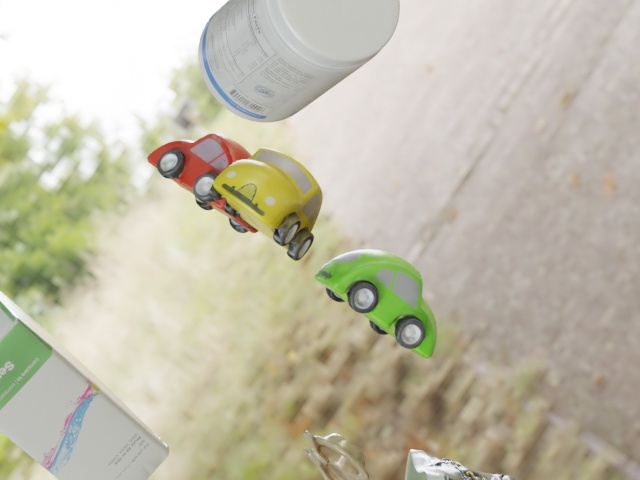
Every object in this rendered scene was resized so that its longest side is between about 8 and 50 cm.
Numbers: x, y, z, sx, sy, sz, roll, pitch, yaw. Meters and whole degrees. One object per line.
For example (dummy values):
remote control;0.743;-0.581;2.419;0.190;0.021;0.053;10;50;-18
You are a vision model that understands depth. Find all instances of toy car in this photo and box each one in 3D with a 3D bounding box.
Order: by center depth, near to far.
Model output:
toy car;0.000;0.000;1.358;0.053;0.225;0.239;-54;18;-4

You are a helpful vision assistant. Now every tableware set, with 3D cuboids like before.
tableware set;0.052;0.205;1.566;0.020;0.168;0.141;-52;-21;-18

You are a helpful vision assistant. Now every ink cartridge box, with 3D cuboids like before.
ink cartridge box;-0.256;0.140;1.795;0.093;0.212;0.154;-49;32;-5

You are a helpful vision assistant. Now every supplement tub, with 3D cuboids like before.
supplement tub;-0.013;-0.106;0.994;0.071;0.071;0.107;-54;12;-27

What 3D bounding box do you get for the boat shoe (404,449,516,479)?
boat shoe;0.118;0.222;1.692;0.183;0.083;0.065;-164;82;-85
